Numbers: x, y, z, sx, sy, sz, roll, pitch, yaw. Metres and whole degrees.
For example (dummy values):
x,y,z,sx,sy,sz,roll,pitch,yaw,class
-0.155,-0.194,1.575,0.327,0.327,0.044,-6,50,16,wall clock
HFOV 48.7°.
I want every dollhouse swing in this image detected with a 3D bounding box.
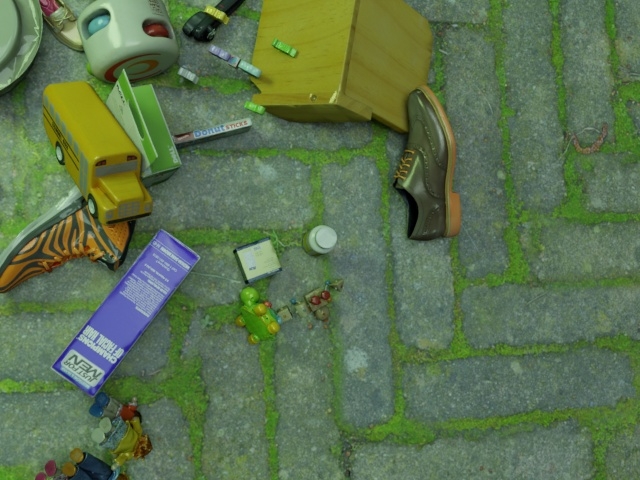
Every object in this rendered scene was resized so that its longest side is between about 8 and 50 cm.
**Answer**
x,y,z,sx,sy,sz,roll,pitch,yaw,class
0.059,-0.433,1.683,0.315,0.305,0.346,5,81,29,dollhouse swing

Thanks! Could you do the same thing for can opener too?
x,y,z,sx,sy,sz,roll,pitch,yaw,class
-0.232,-0.525,1.622,0.073,0.059,0.186,46,77,-5,can opener

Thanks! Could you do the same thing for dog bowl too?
x,y,z,sx,sy,sz,roll,pitch,yaw,class
-0.755,-0.442,1.467,0.349,0.102,0.348,2,83,-13,dog bowl

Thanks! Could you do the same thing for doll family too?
x,y,z,sx,sy,sz,roll,pitch,yaw,class
-0.430,0.445,1.426,0.118,0.163,0.263,28,75,36,doll family

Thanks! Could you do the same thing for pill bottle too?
x,y,z,sx,sy,sz,roll,pitch,yaw,class
0.000,0.000,1.592,0.065,0.116,0.065,1,84,-14,pill bottle

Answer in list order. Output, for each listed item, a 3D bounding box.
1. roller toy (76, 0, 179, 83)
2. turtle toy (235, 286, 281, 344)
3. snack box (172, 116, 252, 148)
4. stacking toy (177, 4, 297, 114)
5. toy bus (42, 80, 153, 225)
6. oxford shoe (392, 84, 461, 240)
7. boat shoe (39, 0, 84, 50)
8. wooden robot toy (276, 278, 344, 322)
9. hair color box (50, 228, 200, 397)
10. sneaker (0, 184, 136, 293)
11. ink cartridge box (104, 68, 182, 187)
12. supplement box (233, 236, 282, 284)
x,y,z,sx,sy,sz,roll,pitch,yaw,class
-0.407,-0.435,1.502,0.209,0.191,0.146,-18,88,-14,roller toy
-0.137,0.164,1.562,0.130,0.095,0.066,56,38,-3,turtle toy
-0.244,-0.240,1.586,0.178,0.064,0.022,-16,90,-15,snack box
-0.186,-0.395,1.557,0.221,0.052,0.167,27,93,3,stacking toy
-0.451,-0.178,1.425,0.108,0.130,0.332,-15,49,-35,toy bus
0.234,-0.175,1.639,0.133,0.130,0.363,-12,97,-12,oxford shoe
-0.571,-0.487,1.537,0.170,0.059,0.063,45,76,-5,boat shoe
-0.008,0.155,1.601,0.173,0.076,0.079,-28,102,-14,wooden robot toy
-0.393,0.146,1.448,0.110,0.185,0.339,36,77,-7,hair color box
-0.515,0.023,1.463,0.180,0.124,0.321,45,76,-4,sneaker
-0.357,-0.227,1.452,0.097,0.255,0.188,-20,90,-29,ink cartridge box
-0.141,0.045,1.584,0.083,0.056,0.083,-20,89,-15,supplement box
